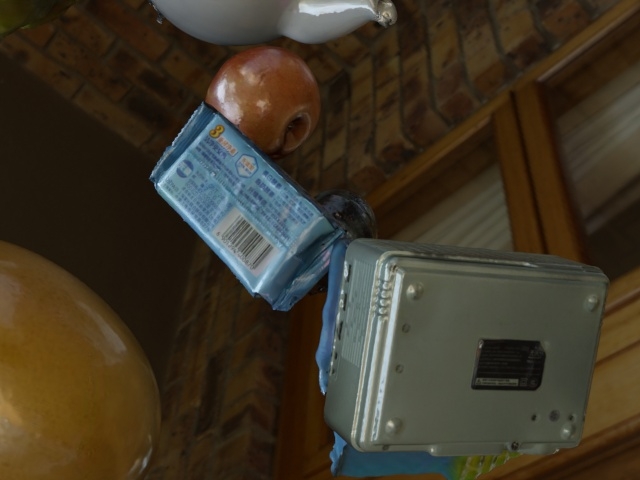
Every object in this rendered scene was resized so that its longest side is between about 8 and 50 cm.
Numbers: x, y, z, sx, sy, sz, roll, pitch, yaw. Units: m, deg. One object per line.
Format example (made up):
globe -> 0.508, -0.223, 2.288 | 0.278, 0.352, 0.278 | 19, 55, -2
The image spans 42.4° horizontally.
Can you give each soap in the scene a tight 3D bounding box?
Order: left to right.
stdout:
soap -> -0.103, -0.045, 1.148 | 0.293, 0.156, 0.077 | 46, -173, 18

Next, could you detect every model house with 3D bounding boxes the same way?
model house -> 0.154, 0.145, 1.006 | 0.303, 0.237, 0.216 | 6, -150, -5

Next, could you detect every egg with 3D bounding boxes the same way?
egg -> -0.295, 0.130, 0.728 | 0.322, 0.250, 0.250 | 26, -145, 0

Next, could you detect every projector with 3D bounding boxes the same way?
projector -> 0.144, 0.106, 0.792 | 0.256, 0.192, 0.099 | 5, -172, -24

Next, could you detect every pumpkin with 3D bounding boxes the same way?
pumpkin -> 0.000, 0.000, 1.586 | 0.163, 0.233, 0.233 | 54, -149, -11

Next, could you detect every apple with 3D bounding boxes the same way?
apple -> -0.089, -0.213, 1.347 | 0.201, 0.201, 0.162 | 5, -144, -51

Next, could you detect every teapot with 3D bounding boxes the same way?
teapot -> -0.078, -0.359, 0.888 | 0.252, 0.280, 0.424 | -33, -99, -39

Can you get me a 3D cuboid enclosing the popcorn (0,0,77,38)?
popcorn -> -0.350, -0.379, 0.951 | 0.226, 0.276, 0.276 | 58, -148, 8
